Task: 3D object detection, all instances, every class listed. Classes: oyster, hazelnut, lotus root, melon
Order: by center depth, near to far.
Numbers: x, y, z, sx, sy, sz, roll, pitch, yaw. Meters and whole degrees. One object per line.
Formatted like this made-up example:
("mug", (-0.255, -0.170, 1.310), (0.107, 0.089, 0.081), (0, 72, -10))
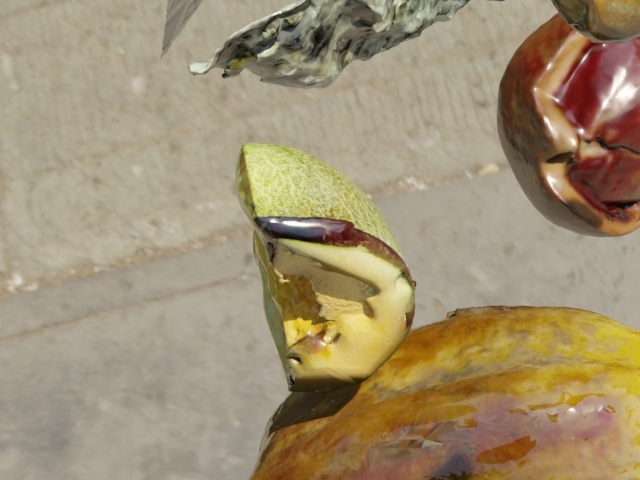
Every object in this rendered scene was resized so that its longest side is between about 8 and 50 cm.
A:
("melon", (0.000, 0.000, 0.727), (0.079, 0.160, 0.128), (-16, 53, -4))
("lotus root", (0.102, 0.134, 0.843), (0.291, 0.193, 0.193), (-20, 73, 21))
("oyster", (0.020, -0.158, 0.883), (0.199, 0.252, 0.087), (-35, 84, 14))
("hazelnut", (0.238, -0.103, 1.136), (0.170, 0.160, 0.202), (-15, 92, -19))

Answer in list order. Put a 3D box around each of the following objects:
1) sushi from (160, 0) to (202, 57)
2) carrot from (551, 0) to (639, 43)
("sushi", (-0.025, -0.297, 1.092), (0.059, 0.294, 0.292), (33, 75, 0))
("carrot", (0.239, -0.176, 0.517), (0.342, 0.070, 0.070), (-31, 71, -3))
